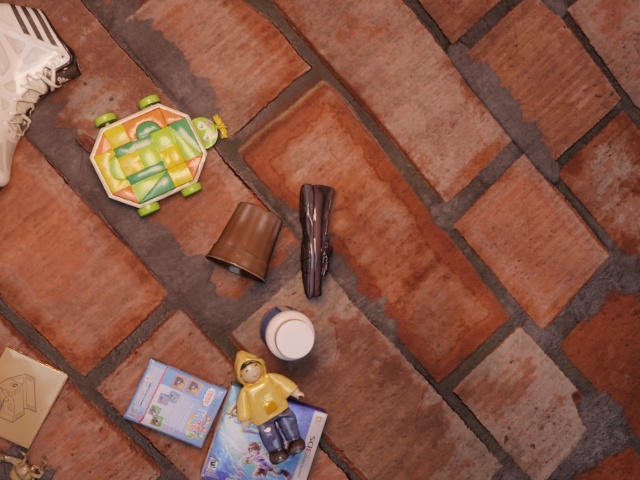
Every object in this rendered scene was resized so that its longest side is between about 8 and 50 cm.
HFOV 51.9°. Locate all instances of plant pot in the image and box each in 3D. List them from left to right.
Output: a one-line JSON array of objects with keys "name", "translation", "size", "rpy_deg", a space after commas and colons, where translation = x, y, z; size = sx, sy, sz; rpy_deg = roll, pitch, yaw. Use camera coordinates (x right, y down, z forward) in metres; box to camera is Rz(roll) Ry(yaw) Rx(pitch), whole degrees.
[{"name": "plant pot", "translation": [-0.184, 0.000, 1.666], "size": [0.167, 0.167, 0.165], "rpy_deg": [24, 78, -10]}]

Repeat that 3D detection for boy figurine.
[{"name": "boy figurine", "translation": [-0.129, 0.402, 1.646], "size": [0.177, 0.092, 0.285], "rpy_deg": [-22, 94, -10]}]

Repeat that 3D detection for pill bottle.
[{"name": "pill bottle", "translation": [-0.082, 0.232, 1.646], "size": [0.124, 0.221, 0.124], "rpy_deg": [0, 90, -11]}]

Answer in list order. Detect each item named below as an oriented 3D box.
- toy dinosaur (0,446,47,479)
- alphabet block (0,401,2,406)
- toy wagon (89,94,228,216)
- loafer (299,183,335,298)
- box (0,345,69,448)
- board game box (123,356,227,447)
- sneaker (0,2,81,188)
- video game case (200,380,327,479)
[{"name": "toy dinosaur", "translation": [-0.717, 0.575, 1.617], "size": [0.092, 0.053, 0.183], "rpy_deg": [-37, 89, 6]}, {"name": "alphabet block", "translation": [-0.890, 0.360, 1.494], "size": [0.197, 0.192, 0.193], "rpy_deg": [-30, 88, -6]}, {"name": "toy wagon", "translation": [-0.397, -0.232, 1.665], "size": [0.344, 0.068, 0.267], "rpy_deg": [-26, 95, -10]}, {"name": "loafer", "translation": [0.000, 0.000, 1.726], "size": [0.095, 0.109, 0.303], "rpy_deg": [-1, 87, -15]}, {"name": "box", "translation": [-0.744, 0.386, 1.619], "size": [0.164, 0.021, 0.201], "rpy_deg": [28, 85, -9]}, {"name": "board game box", "translation": [-0.369, 0.414, 1.682], "size": [0.211, 0.039, 0.160], "rpy_deg": [26, 85, -9]}, {"name": "sneaker", "translation": [-0.701, -0.347, 1.555], "size": [0.257, 0.169, 0.448], "rpy_deg": [-4, 88, -9]}, {"name": "video game case", "translation": [-0.146, 0.525, 1.715], "size": [0.269, 0.061, 0.244], "rpy_deg": [19, 85, -10]}]
